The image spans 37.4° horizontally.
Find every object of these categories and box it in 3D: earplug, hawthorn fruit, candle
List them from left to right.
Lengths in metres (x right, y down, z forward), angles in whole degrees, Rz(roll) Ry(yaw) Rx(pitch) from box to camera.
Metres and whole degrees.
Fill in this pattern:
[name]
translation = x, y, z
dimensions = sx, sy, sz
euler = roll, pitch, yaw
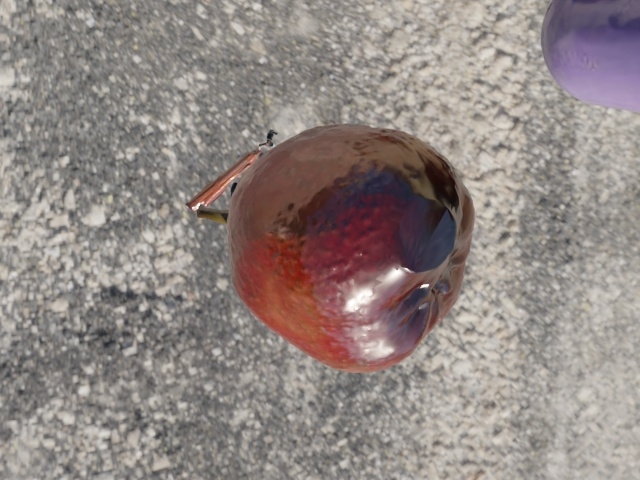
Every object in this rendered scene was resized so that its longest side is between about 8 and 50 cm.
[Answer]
[candle]
translation = -0.122, -0.098, 1.348
dimensions = 0.167, 0.021, 0.026
euler = -40, 104, 9
[hawthorn fruit]
translation = 0.000, 0.000, 0.863
dimensions = 0.265, 0.210, 0.230
euler = 9, 152, 16
[earplug]
translation = 0.462, -0.223, 1.055
dimensions = 0.215, 0.455, 0.215
euler = -19, 116, -46
